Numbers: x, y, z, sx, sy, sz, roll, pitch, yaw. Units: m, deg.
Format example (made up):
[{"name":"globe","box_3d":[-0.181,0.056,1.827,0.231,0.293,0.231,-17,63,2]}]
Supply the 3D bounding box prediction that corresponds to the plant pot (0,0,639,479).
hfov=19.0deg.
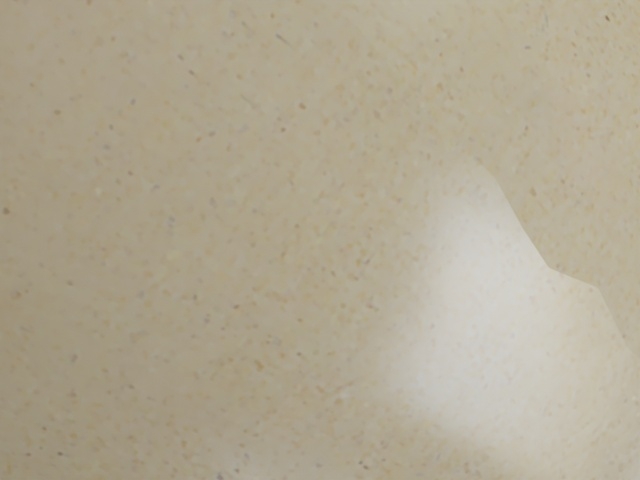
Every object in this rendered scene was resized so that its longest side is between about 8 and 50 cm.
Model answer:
[{"name":"plant pot","box_3d":[0.000,0.000,0.464,0.191,0.284,0.284,36,100,9]}]
